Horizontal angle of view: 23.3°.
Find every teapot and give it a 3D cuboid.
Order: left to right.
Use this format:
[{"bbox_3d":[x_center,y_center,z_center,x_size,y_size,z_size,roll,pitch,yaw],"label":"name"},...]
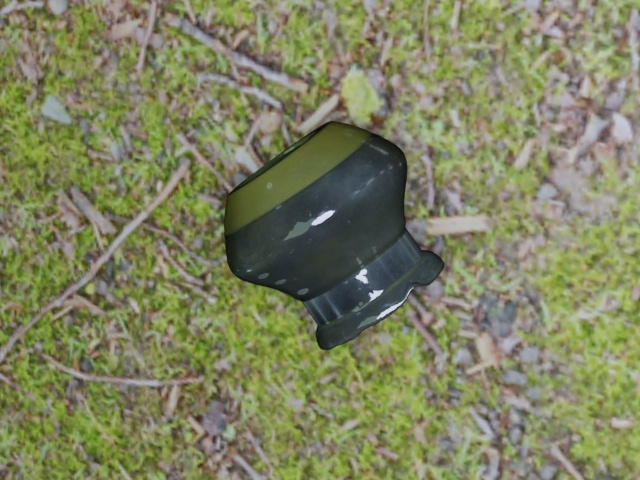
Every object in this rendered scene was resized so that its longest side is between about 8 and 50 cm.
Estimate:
[{"bbox_3d":[0.000,0.000,0.985,0.119,0.130,0.166,55,152,-6],"label":"teapot"}]
